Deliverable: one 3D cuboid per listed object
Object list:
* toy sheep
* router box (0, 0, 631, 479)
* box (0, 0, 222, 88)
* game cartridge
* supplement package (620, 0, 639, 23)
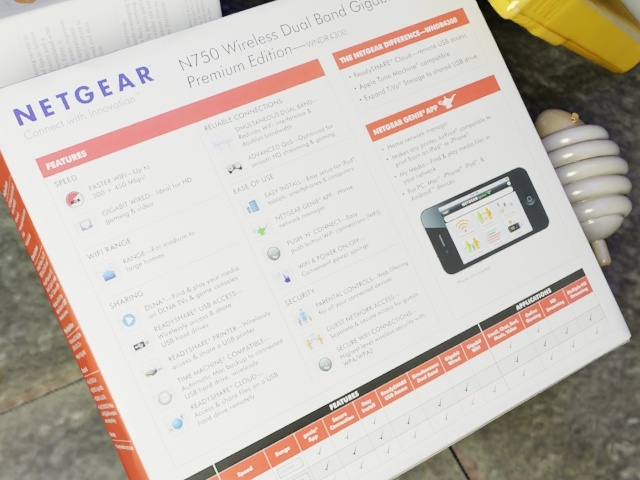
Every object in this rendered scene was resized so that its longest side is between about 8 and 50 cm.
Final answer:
[{"bbox_3d":[0.198,-0.041,0.707,0.091,0.091,0.132,-12,81,-19],"label":"toy sheep"},{"bbox_3d":[0.000,0.000,0.591,0.336,0.082,0.301,-23,88,-23],"label":"router box"},{"bbox_3d":[-0.171,-0.147,0.639,0.171,0.091,0.130,-24,39,-22],"label":"box"},{"bbox_3d":[0.126,-0.264,0.718,0.324,0.053,0.285,-5,57,-57],"label":"game cartridge"},{"bbox_3d":[0.448,-0.237,0.795,0.263,0.198,0.199,-14,68,-17],"label":"supplement package"}]
